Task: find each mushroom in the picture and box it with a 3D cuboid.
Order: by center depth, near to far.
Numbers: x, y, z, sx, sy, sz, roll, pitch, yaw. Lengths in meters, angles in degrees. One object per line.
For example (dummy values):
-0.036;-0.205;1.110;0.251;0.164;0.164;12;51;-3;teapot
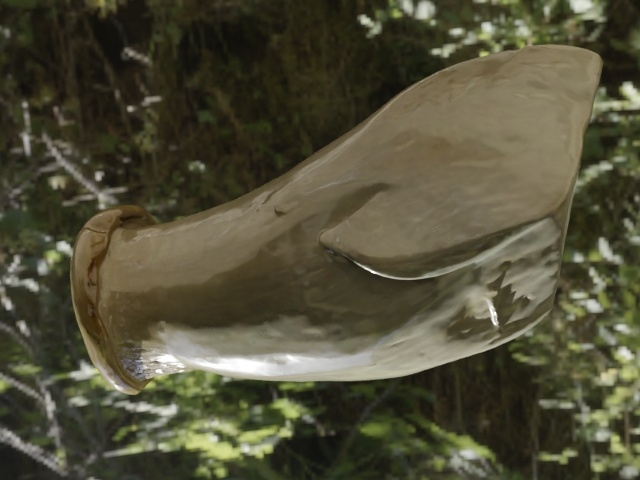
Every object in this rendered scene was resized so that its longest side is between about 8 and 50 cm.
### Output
0.008;0.007;0.473;0.247;0.108;0.096;-19;-160;25;mushroom
